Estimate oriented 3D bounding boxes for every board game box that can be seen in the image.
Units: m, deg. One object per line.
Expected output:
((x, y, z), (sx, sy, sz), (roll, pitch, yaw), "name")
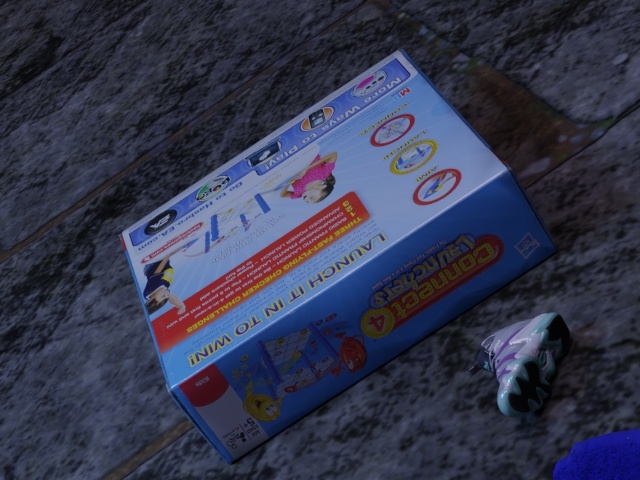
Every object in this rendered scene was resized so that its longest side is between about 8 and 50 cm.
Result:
((0.000, 0.000, 1.396), (0.308, 0.086, 0.302), (-33, 28, 2), "board game box")

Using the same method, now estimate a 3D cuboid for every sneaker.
((0.127, 0.091, 1.170), (0.069, 0.038, 0.098), (-12, 25, 39), "sneaker")

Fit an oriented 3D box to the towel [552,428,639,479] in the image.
((0.179, 0.216, 0.865), (0.227, 0.076, 0.308), (-14, 33, 35), "towel")
